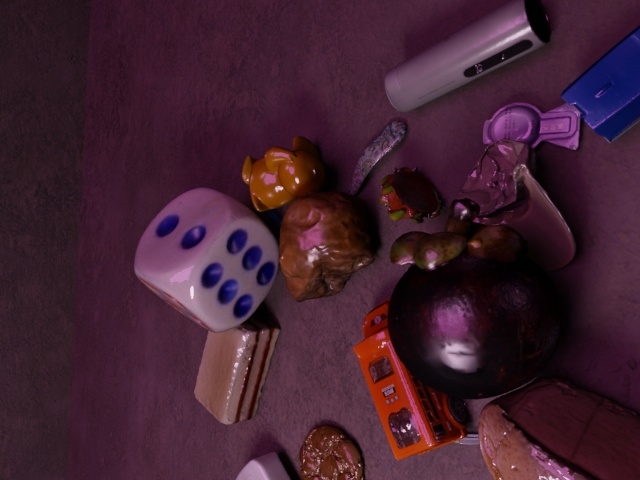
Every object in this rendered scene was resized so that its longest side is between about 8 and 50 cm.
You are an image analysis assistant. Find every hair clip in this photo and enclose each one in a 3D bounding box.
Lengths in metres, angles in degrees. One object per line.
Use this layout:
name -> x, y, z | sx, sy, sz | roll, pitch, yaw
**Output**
hair clip -> 0.127, -0.197, 1.334 | 0.229, 0.036, 0.066 | -53, 48, 29

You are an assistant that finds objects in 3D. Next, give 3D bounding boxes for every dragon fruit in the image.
dragon fruit -> 0.195, -0.096, 1.218 | 0.142, 0.138, 0.175 | -54, 8, -18

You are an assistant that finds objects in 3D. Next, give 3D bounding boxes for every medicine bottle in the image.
medicine bottle -> -0.104, 0.746, 1.459 | 0.324, 0.124, 0.179 | 52, 127, 35

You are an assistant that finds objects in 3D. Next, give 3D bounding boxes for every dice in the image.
dice -> -0.313, 0.053, 1.528 | 0.304, 0.277, 0.304 | 20, 65, 41

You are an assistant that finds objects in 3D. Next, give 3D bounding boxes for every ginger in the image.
ginger -> -0.003, 0.000, 1.339 | 0.269, 0.200, 0.223 | -40, 63, 36

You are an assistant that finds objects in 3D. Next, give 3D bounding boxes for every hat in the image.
hat -> 0.381, -0.064, 1.053 | 0.244, 0.149, 0.214 | 44, 147, -6

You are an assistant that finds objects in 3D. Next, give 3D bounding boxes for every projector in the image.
projector -> 0.290, -0.376, 1.132 | 0.337, 0.108, 0.108 | -18, 75, 43

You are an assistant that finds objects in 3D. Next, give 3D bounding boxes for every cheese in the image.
cheese -> 0.401, -0.215, 1.058 | 0.190, 0.042, 0.105 | 7, 94, 44

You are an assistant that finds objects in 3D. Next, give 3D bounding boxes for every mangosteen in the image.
mangosteen -> 0.260, 0.123, 0.989 | 0.329, 0.329, 0.331 | -3, 86, 45

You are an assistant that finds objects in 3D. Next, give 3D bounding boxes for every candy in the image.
candy -> -0.253, 0.362, 1.619 | 0.179, 0.135, 0.321 | 30, 109, 43

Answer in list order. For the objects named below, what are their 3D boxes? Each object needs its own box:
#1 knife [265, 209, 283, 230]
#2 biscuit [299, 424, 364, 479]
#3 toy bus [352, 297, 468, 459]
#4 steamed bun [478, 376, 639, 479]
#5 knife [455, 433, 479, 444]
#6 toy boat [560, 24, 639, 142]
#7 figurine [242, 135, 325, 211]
knife -> -0.081, -0.018, 1.544 | 0.297, 0.026, 0.044 | 49, 118, 38
biscuit -> 0.022, 0.581, 1.397 | 0.225, 0.042, 0.226 | -2, 88, 46
toy bus -> 0.175, 0.284, 1.182 | 0.143, 0.153, 0.330 | -38, 61, 36
steamed bun -> 0.411, 0.380, 0.891 | 0.301, 0.251, 0.199 | 31, 123, 39
knife -> 0.277, 0.419, 1.164 | 0.184, 0.026, 0.022 | -19, 35, 45
toy boat -> 0.551, -0.297, 0.891 | 0.295, 0.088, 0.129 | -42, 59, 23
figurine -> -0.090, -0.165, 1.443 | 0.228, 0.215, 0.215 | -31, 66, 27
